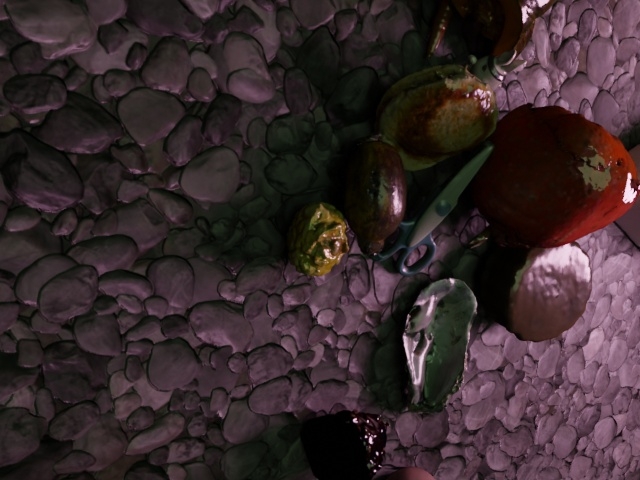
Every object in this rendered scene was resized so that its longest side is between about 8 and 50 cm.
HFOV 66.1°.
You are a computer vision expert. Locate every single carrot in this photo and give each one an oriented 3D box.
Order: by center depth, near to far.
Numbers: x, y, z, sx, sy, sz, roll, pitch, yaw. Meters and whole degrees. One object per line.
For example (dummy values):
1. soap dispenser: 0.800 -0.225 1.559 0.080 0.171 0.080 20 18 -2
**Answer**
1. carrot: 0.225 -0.426 0.865 0.048 0.048 0.216 12 99 -27

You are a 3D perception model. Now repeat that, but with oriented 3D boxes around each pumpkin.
1. pumpkin: 0.294 -0.418 0.839 0.190 0.280 0.139 40 81 8

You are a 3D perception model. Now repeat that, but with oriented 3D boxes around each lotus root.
1. lotus root: 0.090 -0.076 0.826 0.120 0.120 0.210 -5 99 -24

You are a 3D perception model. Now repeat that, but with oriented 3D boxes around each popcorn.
1. popcorn: 0.000 0.000 0.807 0.106 0.116 0.121 20 57 -32

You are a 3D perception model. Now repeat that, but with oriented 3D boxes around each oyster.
1. oyster: 0.234 0.210 0.971 0.199 0.087 0.252 -23 102 -9

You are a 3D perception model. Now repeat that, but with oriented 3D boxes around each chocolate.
1. chocolate: 0.067 0.377 0.923 0.133 0.156 0.156 -8 106 -52

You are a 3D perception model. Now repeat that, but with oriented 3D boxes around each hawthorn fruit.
1. hawthorn fruit: 0.387 -0.096 0.899 0.276 0.276 0.307 36 109 -26

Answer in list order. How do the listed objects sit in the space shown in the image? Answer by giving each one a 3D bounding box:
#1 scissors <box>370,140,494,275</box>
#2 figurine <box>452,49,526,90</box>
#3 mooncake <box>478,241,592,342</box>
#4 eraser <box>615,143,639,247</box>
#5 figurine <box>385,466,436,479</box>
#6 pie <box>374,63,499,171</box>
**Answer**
1. scissors: 0.206 -0.058 0.880 0.138 0.041 0.289 28 114 -23
2. figurine: 0.282 -0.273 0.863 0.081 0.146 0.098 8 98 -27
3. mooncake: 0.440 0.090 1.027 0.228 0.124 0.229 -6 107 -20
4. eraser: 0.793 -0.117 1.136 0.331 0.150 0.332 -7 104 -26
5. figurine: 0.185 0.522 0.991 0.125 0.125 0.138 22 135 -24
6. pie: 0.193 -0.199 0.830 0.179 0.205 0.084 45 37 -37
